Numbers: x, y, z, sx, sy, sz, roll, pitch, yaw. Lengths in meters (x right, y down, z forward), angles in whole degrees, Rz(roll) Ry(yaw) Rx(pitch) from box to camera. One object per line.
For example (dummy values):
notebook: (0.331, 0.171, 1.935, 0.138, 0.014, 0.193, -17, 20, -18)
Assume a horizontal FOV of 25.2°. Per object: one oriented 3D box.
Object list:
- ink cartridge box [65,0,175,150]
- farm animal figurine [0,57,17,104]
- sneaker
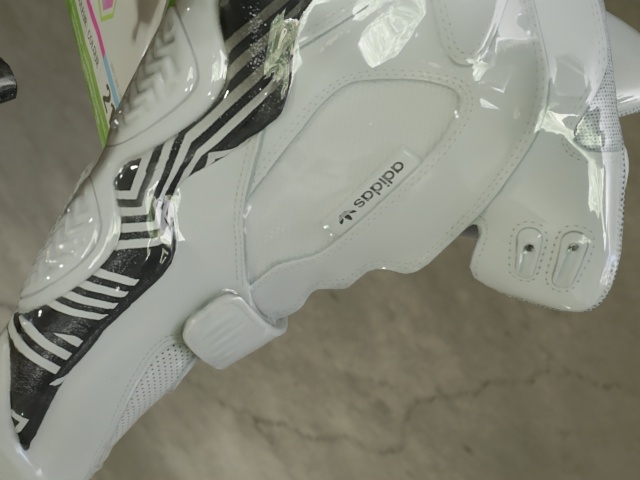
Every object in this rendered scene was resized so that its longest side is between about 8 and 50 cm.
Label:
ink cartridge box: (-0.050, -0.184, 0.730, 0.189, 0.097, 0.255, -112, 33, -44)
farm animal figurine: (-0.193, -0.191, 0.450, 0.326, 0.172, 0.330, -25, 89, 49)
sneaker: (0.000, 0.000, 0.624, 0.210, 0.366, 0.137, 28, -162, -9)
